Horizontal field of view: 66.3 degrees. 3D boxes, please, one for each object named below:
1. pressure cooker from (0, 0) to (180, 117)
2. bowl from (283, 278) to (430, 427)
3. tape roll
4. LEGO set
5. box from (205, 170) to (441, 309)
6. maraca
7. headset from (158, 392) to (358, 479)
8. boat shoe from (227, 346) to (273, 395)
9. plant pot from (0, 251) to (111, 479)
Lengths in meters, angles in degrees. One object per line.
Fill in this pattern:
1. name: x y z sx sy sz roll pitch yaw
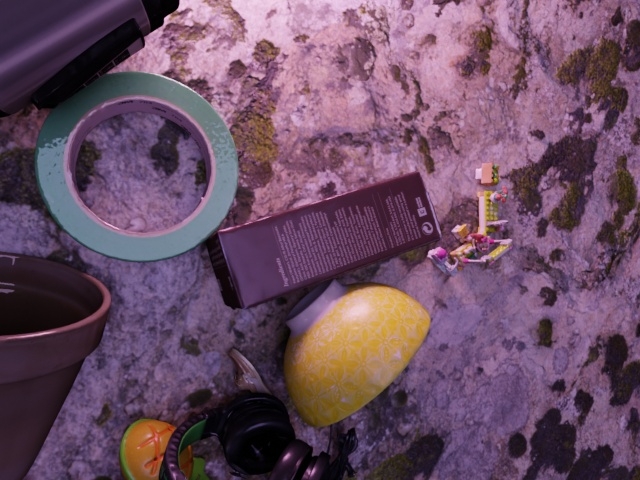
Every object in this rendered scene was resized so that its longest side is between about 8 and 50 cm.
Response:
1. pressure cooker: -0.392 -0.411 0.651 0.420 0.375 0.370 -37 82 -11
2. bowl: 0.029 0.160 0.856 0.289 0.289 0.156 -43 95 -16
3. tape roll: -0.307 -0.122 0.848 0.321 0.077 0.321 1 88 -21
4. LEGO set: 0.364 -0.038 1.071 0.132 0.107 0.287 37 77 -15
5. box: 0.000 0.000 0.894 0.381 0.191 0.143 -20 91 -20
6. maraca: -0.261 0.381 0.830 0.099 0.127 0.186 -35 110 23
7. headset: -0.080 0.390 0.828 0.394 0.243 0.185 3 112 -44
8. boat shoe: -0.135 0.261 0.910 0.045 0.050 0.135 -37 100 -23
9. plant pot: -0.486 0.190 0.674 0.323 0.323 0.280 12 100 -19
